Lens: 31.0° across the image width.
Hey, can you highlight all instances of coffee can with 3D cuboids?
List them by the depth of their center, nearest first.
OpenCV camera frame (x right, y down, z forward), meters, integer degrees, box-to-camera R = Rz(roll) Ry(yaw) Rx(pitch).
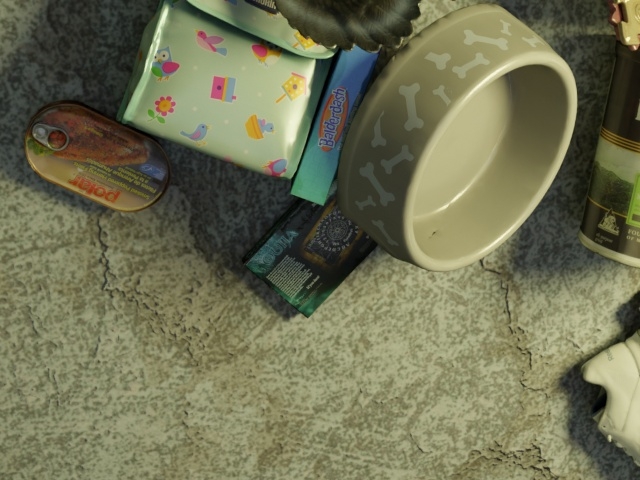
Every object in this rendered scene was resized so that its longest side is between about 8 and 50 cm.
[{"bbox_3d":[0.470,-0.116,1.541,0.201,0.201,0.275,2,110,-14],"label":"coffee can"}]

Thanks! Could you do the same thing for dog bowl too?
[{"bbox_3d":[0.182,-0.113,1.434,0.348,0.102,0.349,-30,139,-29],"label":"dog bowl"}]

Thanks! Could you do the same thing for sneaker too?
[{"bbox_3d":[0.485,0.275,1.758,0.129,0.111,0.297,-21,108,8],"label":"sneaker"}]

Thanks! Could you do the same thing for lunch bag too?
[{"bbox_3d":[-0.101,-0.229,1.391,0.223,0.160,0.262,21,92,-14],"label":"lunch bag"}]

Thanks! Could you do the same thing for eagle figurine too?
[{"bbox_3d":[0.009,-0.359,1.327,0.226,0.225,0.298,-32,107,-12],"label":"eagle figurine"}]

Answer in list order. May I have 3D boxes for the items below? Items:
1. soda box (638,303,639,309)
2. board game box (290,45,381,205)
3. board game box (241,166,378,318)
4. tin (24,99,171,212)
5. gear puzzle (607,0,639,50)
[{"bbox_3d":[0.542,0.146,1.713,0.063,0.058,0.183,-19,112,36],"label":"soda box"},{"bbox_3d":[0.018,-0.159,1.429,0.047,0.160,0.210,19,99,-5],"label":"board game box"},{"bbox_3d":[0.000,0.000,1.567,0.126,0.026,0.186,42,96,-22],"label":"board game box"},{"bbox_3d":[-0.281,-0.106,1.456,0.189,0.040,0.106,26,98,-20],"label":"tin"},{"bbox_3d":[0.472,-0.330,1.496,0.339,0.044,0.175,-7,85,-37],"label":"gear puzzle"}]
